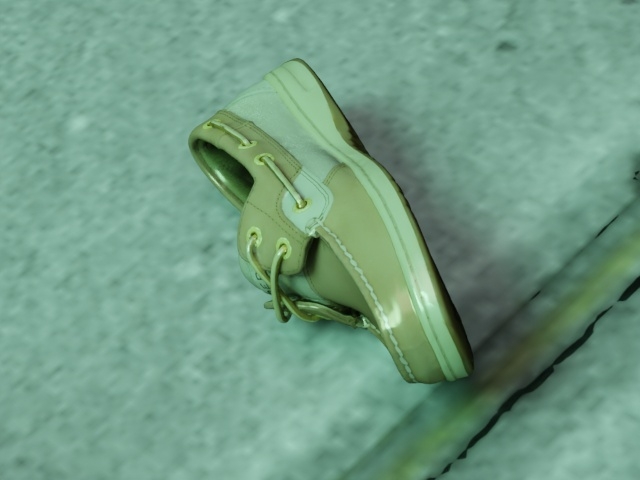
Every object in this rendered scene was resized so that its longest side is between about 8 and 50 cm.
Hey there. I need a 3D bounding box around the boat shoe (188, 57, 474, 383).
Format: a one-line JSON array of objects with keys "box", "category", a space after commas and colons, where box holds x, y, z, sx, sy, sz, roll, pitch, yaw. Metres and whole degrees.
[{"box": [0.000, 0.000, 0.510, 0.045, 0.050, 0.135, -27, 34, -4], "category": "boat shoe"}]
